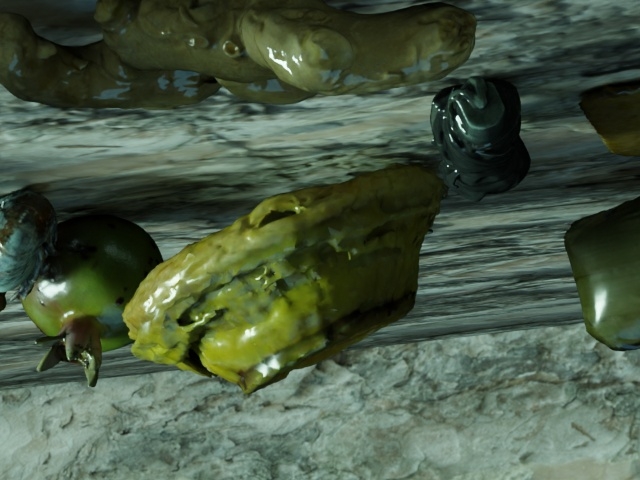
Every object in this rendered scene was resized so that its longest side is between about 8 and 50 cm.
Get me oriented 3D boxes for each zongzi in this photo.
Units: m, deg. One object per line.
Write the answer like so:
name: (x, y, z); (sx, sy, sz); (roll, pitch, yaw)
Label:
zongzi: (0.443, 0.015, 1.634); (0.323, 0.160, 0.360); (-10, 170, 34)

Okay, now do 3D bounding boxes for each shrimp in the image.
shrimp: (-0.267, 0.006, 1.478); (0.090, 0.079, 0.233); (35, 163, -12)

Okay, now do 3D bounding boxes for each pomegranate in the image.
pomegranate: (-0.202, 0.055, 1.553); (0.129, 0.159, 0.129); (21, 157, 9)

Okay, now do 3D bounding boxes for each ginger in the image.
ginger: (-0.034, -0.099, 0.921); (0.259, 0.065, 0.149); (-2, 179, 22)

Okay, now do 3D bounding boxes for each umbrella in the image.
umbrella: (0.111, -0.072, 1.225); (0.066, 0.059, 0.235); (-28, 169, 0)

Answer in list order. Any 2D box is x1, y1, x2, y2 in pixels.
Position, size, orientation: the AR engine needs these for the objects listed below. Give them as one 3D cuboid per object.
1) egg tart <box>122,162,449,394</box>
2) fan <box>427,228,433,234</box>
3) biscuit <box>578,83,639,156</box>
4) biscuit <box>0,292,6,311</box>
egg tart: (-0.018, 0.042, 1.474); (0.294, 0.123, 0.294); (-24, 172, -4)
fan: (0.000, 0.000, 1.789); (0.220, 0.009, 0.132); (-1, 170, -27)
biscuit: (0.314, -0.097, 1.310); (0.232, 0.013, 0.237); (-8, 171, 15)
biscuit: (-0.459, 0.053, 1.671); (0.350, 0.070, 0.394); (-11, 169, 35)
